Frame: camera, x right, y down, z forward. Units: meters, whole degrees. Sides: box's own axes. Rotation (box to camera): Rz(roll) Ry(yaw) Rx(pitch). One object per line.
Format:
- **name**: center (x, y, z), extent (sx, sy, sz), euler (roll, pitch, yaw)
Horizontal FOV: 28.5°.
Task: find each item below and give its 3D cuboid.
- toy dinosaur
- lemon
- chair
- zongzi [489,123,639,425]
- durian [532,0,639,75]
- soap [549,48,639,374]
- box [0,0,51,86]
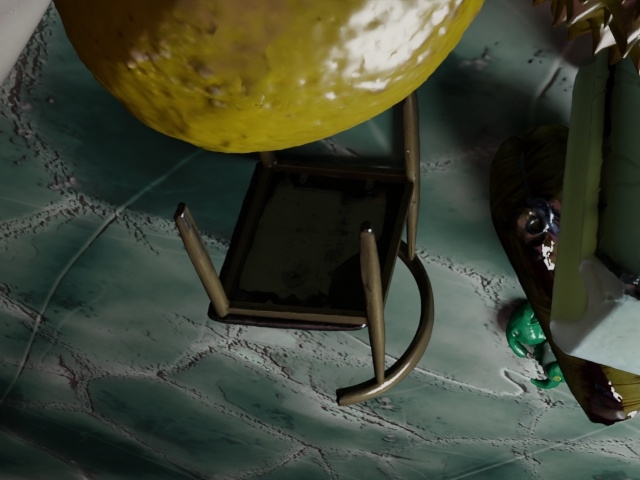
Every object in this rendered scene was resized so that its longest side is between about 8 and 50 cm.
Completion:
- **toy dinosaur**: center (0.236, 0.113, 1.288), extent (0.096, 0.059, 0.132), euler (15, 143, 16)
- **lemon**: center (-0.022, -0.179, 0.704), extent (0.253, 0.253, 0.310), euler (27, 149, -21)
- **chair**: center (0.000, 0.000, 1.067), extent (0.166, 0.188, 0.272), euler (5, 146, 17)
- **zongzi**: center (0.309, 0.004, 1.013), extent (0.300, 0.138, 0.286), euler (-14, 134, 18)
- **durian**: center (0.216, -0.170, 0.703), extent (0.172, 0.166, 0.306), euler (16, 179, 44)
- **soap**: center (0.240, -0.031, 0.842), extent (0.150, 0.261, 0.094), euler (18, 140, -5)
- **box**: center (-0.364, -0.224, 0.883), extent (0.349, 0.141, 0.289), euler (25, 149, -18)
